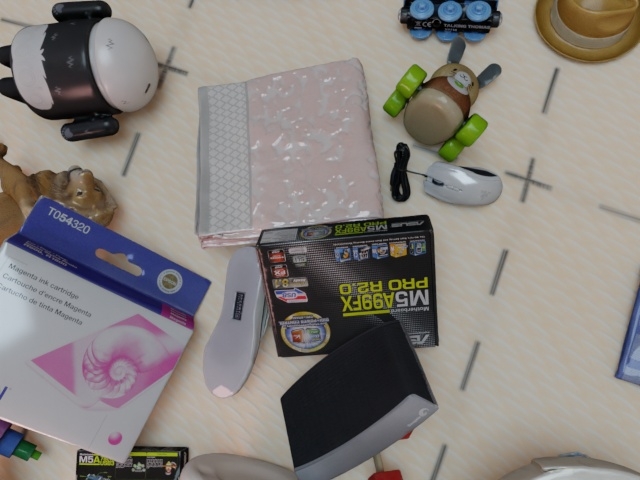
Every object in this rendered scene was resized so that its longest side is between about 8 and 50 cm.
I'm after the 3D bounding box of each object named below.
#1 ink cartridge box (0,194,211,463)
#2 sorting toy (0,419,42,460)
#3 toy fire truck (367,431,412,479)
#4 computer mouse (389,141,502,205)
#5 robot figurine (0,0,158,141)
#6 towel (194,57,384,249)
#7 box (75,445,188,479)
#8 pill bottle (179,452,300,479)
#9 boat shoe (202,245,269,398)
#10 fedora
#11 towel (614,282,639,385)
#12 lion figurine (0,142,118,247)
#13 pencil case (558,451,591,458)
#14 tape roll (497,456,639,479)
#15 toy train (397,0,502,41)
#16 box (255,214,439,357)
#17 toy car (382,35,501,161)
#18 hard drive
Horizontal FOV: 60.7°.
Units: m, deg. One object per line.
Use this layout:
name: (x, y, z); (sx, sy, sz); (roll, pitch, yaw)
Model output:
ink cartridge box: (-0.385, 0.141, 0.881); (0.324, 0.071, 0.330); (29, 78, -19)
sorting toy: (-0.449, 0.227, 0.962); (0.126, 0.127, 0.365); (31, 83, -12)
toy fire truck: (0.097, 0.297, 0.874); (0.047, 0.135, 0.192); (0, 41, -19)
computer mouse: (0.214, -0.100, 0.933); (0.193, 0.042, 0.106); (11, 118, 7)
robot figurine: (-0.439, -0.312, 1.005); (0.278, 0.209, 0.173); (-4, 38, 7)
towel: (-0.064, -0.158, 0.952); (0.317, 0.053, 0.332); (-8, 66, 7)
box: (-0.322, 0.447, 0.928); (0.190, 0.045, 0.184); (-3, 78, 7)
pill bottle: (-0.150, 0.544, 0.799); (0.224, 0.224, 0.392); (14, 83, 9)
boat shoe: (-0.125, 0.139, 0.932); (0.095, 0.084, 0.258); (17, 91, 22)
fedora: (0.479, -0.407, 0.949); (0.194, 0.079, 0.194); (-1, 81, 6)
towel: (0.635, 0.163, 0.861); (0.285, 0.034, 0.209); (16, 85, 11)
lion figurine: (-0.574, -0.033, 0.941); (0.392, 0.142, 0.240); (-35, 70, -27)
pencil case: (0.432, 0.452, 0.799); (0.124, 0.113, 0.273); (-35, 78, -18)
tape roll: (0.353, 0.487, 0.707); (0.392, 0.072, 0.392); (-1, 80, 7)
toy train: (0.235, -0.422, 0.986); (0.184, 0.080, 0.105); (7, 73, 10)
box: (0.048, 0.078, 0.877); (0.270, 0.060, 0.216); (-5, 116, 6)
toy car: (0.229, -0.261, 0.934); (0.155, 0.149, 0.188); (39, 75, -1)
hard drive: (0.042, 0.244, 0.832); (0.254, 0.054, 0.172); (-40, 43, 22)
